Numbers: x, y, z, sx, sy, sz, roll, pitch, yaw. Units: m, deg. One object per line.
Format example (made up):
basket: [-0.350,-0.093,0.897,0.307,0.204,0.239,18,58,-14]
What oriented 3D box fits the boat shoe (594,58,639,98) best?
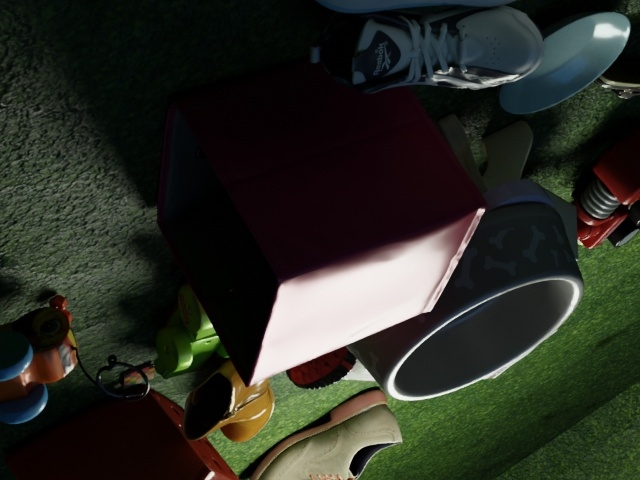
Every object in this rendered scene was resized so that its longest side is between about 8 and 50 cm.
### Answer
boat shoe: [0.432,-0.224,1.821,0.152,0.056,0.049,-7,143,-41]

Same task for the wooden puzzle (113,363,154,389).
wooden puzzle: [-0.275,0.204,1.954,0.083,0.006,0.049,-19,154,-21]

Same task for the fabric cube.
fabric cube: [-0.012,-0.033,1.468,0.258,0.259,0.254,-21,154,-22]

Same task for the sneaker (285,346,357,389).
sneaker: [0.051,0.126,1.995,0.262,0.104,0.125,-50,169,9]

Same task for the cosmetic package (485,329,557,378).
cosmetic package: [0.264,0.117,2.153,0.151,0.183,0.151,-43,153,27]

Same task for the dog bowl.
dog bowl: [0.202,0.096,1.755,0.349,0.102,0.348,-23,154,-12]

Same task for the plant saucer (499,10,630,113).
plant saucer: [0.309,-0.241,1.676,0.195,0.037,0.195,-25,156,-12]

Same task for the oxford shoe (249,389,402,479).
oxford shoe: [0.006,0.438,2.572,0.348,0.130,0.123,-37,155,18]

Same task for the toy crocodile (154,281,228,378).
toy crocodile: [-0.156,0.095,1.772,0.115,0.105,0.340,-15,157,-29]

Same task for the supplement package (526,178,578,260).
supplement package: [0.294,0.004,1.978,0.105,0.105,0.179,27,140,-27]

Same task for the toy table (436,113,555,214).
toy table: [0.211,-0.049,1.797,0.252,0.161,0.274,-21,154,-17]

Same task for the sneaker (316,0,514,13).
sneaker: [0.148,-0.315,1.209,0.319,0.127,0.208,-17,165,-26]

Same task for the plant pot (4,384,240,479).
plant pot: [-0.283,0.382,2.021,0.236,0.267,0.267,-42,156,-1]

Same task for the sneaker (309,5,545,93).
sneaker: [0.096,-0.189,1.299,0.153,0.235,0.094,-39,139,-56]

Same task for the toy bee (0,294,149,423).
toy bee: [-0.363,0.145,1.588,0.298,0.162,0.195,11,127,-10]

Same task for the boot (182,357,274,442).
boot: [-0.149,0.253,1.991,0.211,0.104,0.295,-41,160,-49]

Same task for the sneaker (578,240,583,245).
sneaker: [0.513,-0.064,2.193,0.235,0.084,0.097,-37,154,17]

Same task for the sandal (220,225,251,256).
sandal: [-0.001,0.002,1.660,0.303,0.120,0.086,-27,-157,-34]

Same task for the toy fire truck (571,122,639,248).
toy fire truck: [0.423,-0.079,2.024,0.246,0.158,0.217,-22,158,-42]

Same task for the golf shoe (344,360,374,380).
golf shoe: [0.151,0.185,2.285,0.306,0.115,0.140,-1,155,-36]
